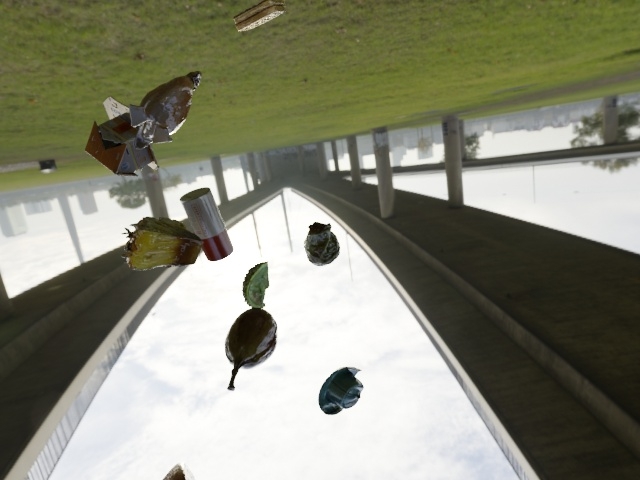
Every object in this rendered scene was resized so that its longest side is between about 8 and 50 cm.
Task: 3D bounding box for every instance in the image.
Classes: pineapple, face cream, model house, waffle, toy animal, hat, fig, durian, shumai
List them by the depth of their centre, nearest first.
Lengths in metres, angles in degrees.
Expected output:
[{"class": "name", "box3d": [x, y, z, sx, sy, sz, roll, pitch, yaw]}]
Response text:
[{"class": "toy animal", "box3d": [-0.304, -0.255, 0.797, 0.188, 0.089, 0.179, -29, -149, 37]}, {"class": "pineapple", "box3d": [-0.410, 0.002, 1.081, 0.186, 0.115, 0.236, 24, -161, 5]}, {"class": "shumai", "box3d": [0.001, 0.000, 1.091, 0.098, 0.087, 0.124, -19, -124, -6]}, {"class": "hat", "box3d": [0.072, 0.409, 1.108, 0.077, 0.138, 0.190, 24, -178, 32]}, {"class": "fig", "box3d": [-0.213, 0.317, 1.166, 0.145, 0.170, 0.274, 12, -153, 7]}, {"class": "model house", "box3d": [-0.607, -0.287, 1.188, 0.219, 0.208, 0.136, 33, -125, 18]}, {"class": "waffle", "box3d": [-0.182, -0.686, 1.235, 0.147, 0.043, 0.102, -13, -157, 23]}, {"class": "face cream", "box3d": [-0.346, -0.048, 1.256, 0.095, 0.214, 0.096, -13, -153, 7]}, {"class": "durian", "box3d": [-0.228, 0.174, 1.422, 0.100, 0.216, 0.086, 5, -171, -9]}]

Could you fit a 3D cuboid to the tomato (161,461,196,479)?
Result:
[{"class": "tomato", "box3d": [-0.202, 0.493, 0.565, 0.170, 0.309, 0.308, -26, -161, -25]}]
